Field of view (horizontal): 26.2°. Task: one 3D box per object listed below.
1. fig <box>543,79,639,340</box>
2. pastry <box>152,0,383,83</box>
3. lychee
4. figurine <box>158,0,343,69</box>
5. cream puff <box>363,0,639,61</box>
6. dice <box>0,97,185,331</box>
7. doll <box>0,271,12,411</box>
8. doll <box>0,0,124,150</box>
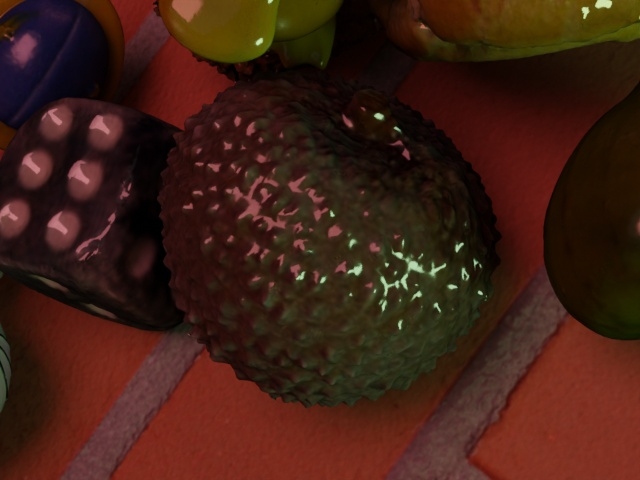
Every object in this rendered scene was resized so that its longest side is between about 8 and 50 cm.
[{"bbox_3d":[0.271,-0.034,1.074,0.203,0.203,0.225,-11,73,25],"label":"fig"},{"bbox_3d":[-0.048,-0.286,1.350,0.275,0.193,0.275,-11,67,27],"label":"pastry"},{"bbox_3d":[0.000,-0.005,1.169,0.300,0.300,0.300,-11,66,25],"label":"lychee"},{"bbox_3d":[-0.046,-0.246,1.128,0.215,0.228,0.215,1,100,7],"label":"figurine"},{"bbox_3d":[0.174,-0.279,1.143,0.327,0.343,0.231,1,108,22],"label":"cream puff"},{"bbox_3d":[-0.203,-0.023,1.339,0.181,0.183,0.182,11,74,33],"label":"dice"},{"bbox_3d":[-0.414,0.090,1.342,0.240,0.284,0.310,-15,68,20],"label":"doll"},{"bbox_3d":[-0.336,-0.160,1.452,0.311,0.159,0.242,-58,35,2],"label":"doll"}]
